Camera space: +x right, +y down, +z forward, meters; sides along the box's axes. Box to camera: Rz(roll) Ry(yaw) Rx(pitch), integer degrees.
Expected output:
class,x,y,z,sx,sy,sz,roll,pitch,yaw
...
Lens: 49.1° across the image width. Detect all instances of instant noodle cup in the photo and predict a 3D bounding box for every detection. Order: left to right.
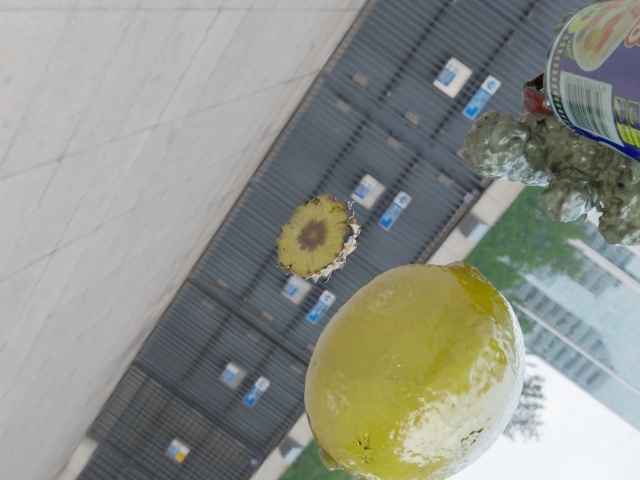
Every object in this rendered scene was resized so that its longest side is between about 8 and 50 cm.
class,x,y,z,sx,sy,sz,roll,pitch,yaw
instant noodle cup,0.444,-0.194,0.858,0.284,0.284,0.312,-54,-156,5

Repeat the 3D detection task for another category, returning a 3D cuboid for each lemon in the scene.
class,x,y,z,sx,sy,sz,roll,pitch,yaw
lemon,0.107,0.152,0.799,0.263,0.236,0.236,-55,180,13

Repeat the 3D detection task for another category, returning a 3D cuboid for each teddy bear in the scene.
class,x,y,z,sx,sy,sz,roll,pitch,yaw
teddy bear,0.467,-0.162,1.110,0.357,0.367,0.224,-47,139,-7

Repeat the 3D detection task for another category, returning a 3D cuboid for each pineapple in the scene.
class,x,y,z,sx,sy,sz,roll,pitch,yaw
pineapple,0.000,0.000,1.528,0.224,0.225,0.076,-54,137,0

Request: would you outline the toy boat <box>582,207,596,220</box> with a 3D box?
class,x,y,z,sx,sy,sz,roll,pitch,yaw
toy boat,0.498,-0.081,1.359,0.066,0.065,0.172,-32,149,23
